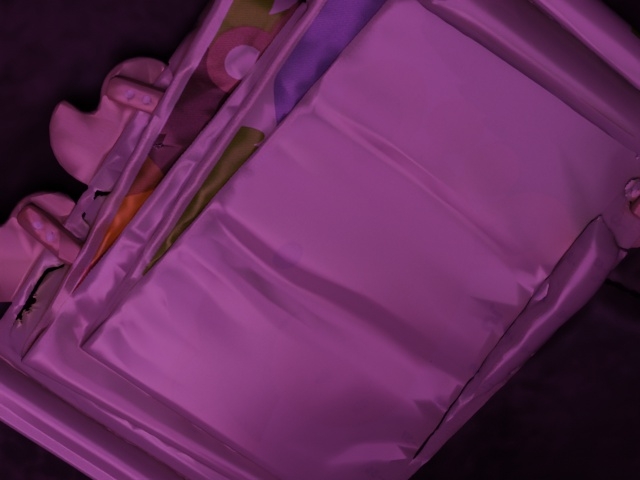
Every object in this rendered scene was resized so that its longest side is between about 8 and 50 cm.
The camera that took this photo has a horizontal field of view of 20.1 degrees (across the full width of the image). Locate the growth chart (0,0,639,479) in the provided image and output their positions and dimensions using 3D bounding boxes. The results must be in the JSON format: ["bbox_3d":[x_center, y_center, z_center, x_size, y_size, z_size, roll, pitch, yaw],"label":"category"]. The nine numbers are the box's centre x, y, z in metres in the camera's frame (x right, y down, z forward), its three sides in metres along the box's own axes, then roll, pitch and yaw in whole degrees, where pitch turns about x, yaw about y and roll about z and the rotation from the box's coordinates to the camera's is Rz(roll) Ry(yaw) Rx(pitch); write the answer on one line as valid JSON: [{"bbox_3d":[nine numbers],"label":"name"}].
[{"bbox_3d":[0.000,0.000,0.549,0.172,0.021,0.237,43,107,-13],"label":"growth chart"}]
